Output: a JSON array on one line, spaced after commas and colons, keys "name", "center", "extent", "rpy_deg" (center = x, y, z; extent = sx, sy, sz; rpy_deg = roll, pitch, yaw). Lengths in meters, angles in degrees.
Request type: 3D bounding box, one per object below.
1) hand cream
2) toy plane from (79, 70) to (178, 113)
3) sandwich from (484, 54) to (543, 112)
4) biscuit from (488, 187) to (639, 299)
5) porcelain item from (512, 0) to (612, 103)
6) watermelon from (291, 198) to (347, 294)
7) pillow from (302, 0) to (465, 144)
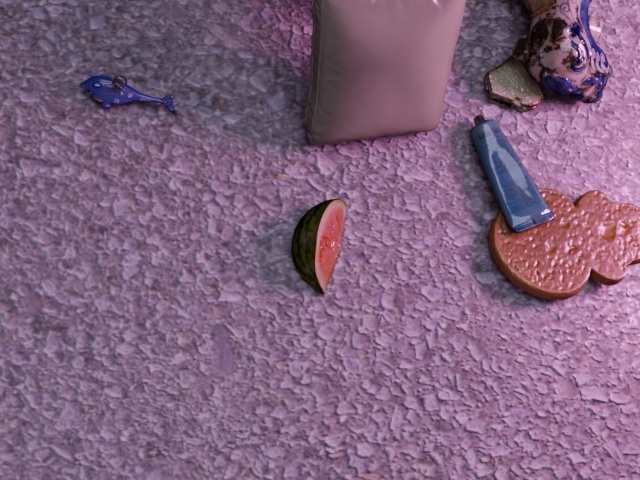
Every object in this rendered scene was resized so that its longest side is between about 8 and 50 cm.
[{"name": "hand cream", "center": [0.323, -0.121, 1.830], "extent": [0.083, 0.048, 0.224], "rpy_deg": [-20, 73, -14]}, {"name": "toy plane", "center": [-0.316, -0.239, 1.750], "extent": [0.167, 0.054, 0.062], "rpy_deg": [10, 99, -8]}, {"name": "sandwich", "center": [0.345, -0.271, 1.893], "extent": [0.093, 0.036, 0.105], "rpy_deg": [-39, 87, -19]}, {"name": "biscuit", "center": [0.433, -0.001, 1.834], "extent": [0.289, 0.044, 0.202], "rpy_deg": [-9, 71, -14]}, {"name": "porcelain item", "center": [0.446, -0.392, 1.890], "extent": [0.186, 0.138, 0.288], "rpy_deg": [18, 64, -35]}, {"name": "watermelon", "center": [-0.014, -0.003, 1.750], "extent": [0.069, 0.087, 0.163], "rpy_deg": [4, 68, 28]}, {"name": "pillow", "center": [0.098, -0.295, 1.715], "extent": [0.255, 0.322, 0.120], "rpy_deg": [-9, 47, -13]}]
